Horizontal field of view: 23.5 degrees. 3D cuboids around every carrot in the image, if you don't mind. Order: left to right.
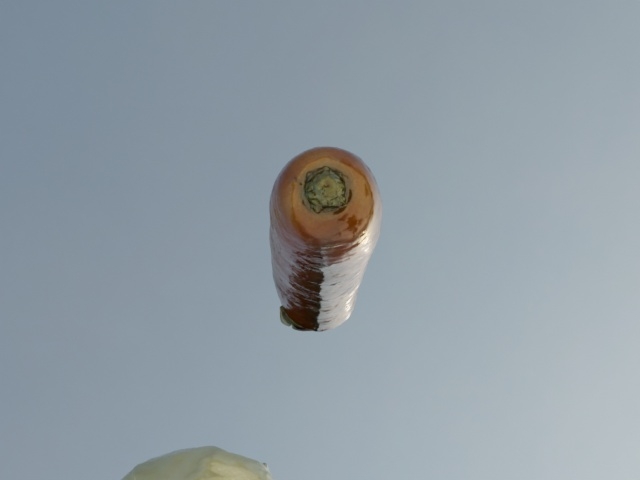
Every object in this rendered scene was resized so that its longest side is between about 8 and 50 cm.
[{"bbox_3d":[0.000,0.000,0.925,0.067,0.067,0.225,-28,-15,-11],"label":"carrot"}]

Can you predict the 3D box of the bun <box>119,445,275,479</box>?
[{"bbox_3d":[-0.096,0.292,1.390,0.145,0.229,0.229,-7,-62,-43],"label":"bun"}]
